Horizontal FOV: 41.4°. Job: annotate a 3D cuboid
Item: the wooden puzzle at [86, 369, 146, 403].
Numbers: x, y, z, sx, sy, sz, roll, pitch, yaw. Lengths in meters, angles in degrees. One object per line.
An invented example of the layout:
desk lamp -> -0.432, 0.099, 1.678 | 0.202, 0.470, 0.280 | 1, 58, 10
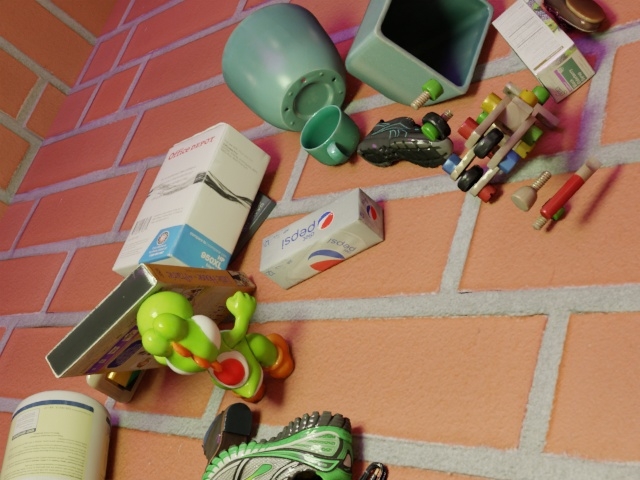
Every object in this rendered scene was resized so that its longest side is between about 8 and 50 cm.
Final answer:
wooden puzzle -> -0.459, 0.276, 2.044 | 0.044, 0.238, 0.221 | 20, 73, 16

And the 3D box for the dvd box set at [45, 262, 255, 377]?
dvd box set -> -0.355, 0.175, 1.858 | 0.307, 0.420, 0.062 | -42, 71, 15

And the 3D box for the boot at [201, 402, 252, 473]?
boot -> -0.201, 0.444, 1.740 | 0.106, 0.082, 0.219 | -28, 41, 64

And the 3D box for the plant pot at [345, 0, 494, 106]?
plant pot -> 0.191, -0.446, 1.904 | 0.252, 0.247, 0.247 | -22, 43, 60

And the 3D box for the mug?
mug -> 0.028, -0.232, 2.017 | 0.129, 0.097, 0.157 | -15, 51, 40

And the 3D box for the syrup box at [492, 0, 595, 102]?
syrup box -> 0.442, -0.386, 1.688 | 0.096, 0.093, 0.237 | -40, 37, 17

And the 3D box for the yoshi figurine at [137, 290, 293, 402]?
yoshi figurine -> -0.228, 0.196, 1.691 | 0.203, 0.362, 0.203 | -2, 68, 34

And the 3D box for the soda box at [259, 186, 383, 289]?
soda box -> 0.000, 0.000, 1.855 | 0.286, 0.091, 0.098 | -28, 41, 30

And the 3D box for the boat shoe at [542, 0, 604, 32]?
boat shoe -> 0.508, -0.465, 1.711 | 0.207, 0.073, 0.073 | -101, 20, -50

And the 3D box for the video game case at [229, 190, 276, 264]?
video game case -> -0.238, -0.066, 2.238 | 0.196, 0.026, 0.274 | -53, 36, -1

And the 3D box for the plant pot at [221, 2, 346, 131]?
plant pot -> -0.071, -0.412, 2.136 | 0.293, 0.293, 0.235 | -45, 50, 11

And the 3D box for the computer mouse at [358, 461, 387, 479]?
computer mouse -> 0.047, 0.486, 1.430 | 0.071, 0.041, 0.242 | 1, 60, 50

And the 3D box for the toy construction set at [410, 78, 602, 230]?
toy construction set -> 0.370, -0.188, 1.523 | 0.237, 0.257, 0.309 | -44, 55, -9

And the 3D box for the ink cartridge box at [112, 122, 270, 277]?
ink cartridge box -> -0.325, -0.072, 2.158 | 0.285, 0.166, 0.395 | -12, 50, 48

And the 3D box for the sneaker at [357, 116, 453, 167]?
sneaker -> 0.186, -0.223, 1.831 | 0.267, 0.101, 0.106 | 8, 64, 51

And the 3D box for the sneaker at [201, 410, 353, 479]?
sneaker -> -0.090, 0.439, 1.544 | 0.343, 0.134, 0.146 | -33, 41, 25

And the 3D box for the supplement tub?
supplement tub -> -0.618, 0.540, 1.963 | 0.235, 0.235, 0.324 | -33, 40, 26
